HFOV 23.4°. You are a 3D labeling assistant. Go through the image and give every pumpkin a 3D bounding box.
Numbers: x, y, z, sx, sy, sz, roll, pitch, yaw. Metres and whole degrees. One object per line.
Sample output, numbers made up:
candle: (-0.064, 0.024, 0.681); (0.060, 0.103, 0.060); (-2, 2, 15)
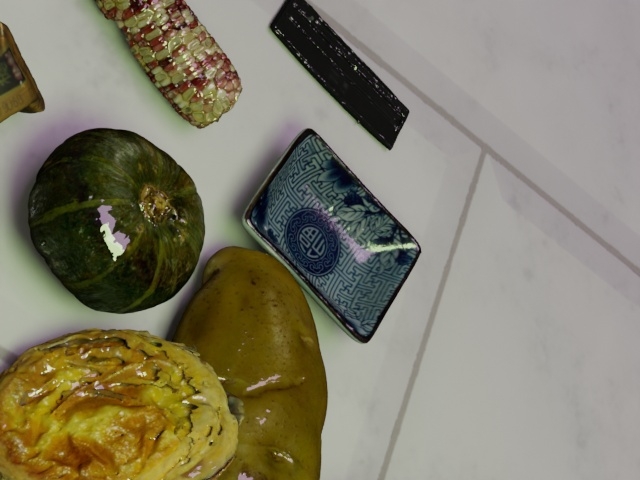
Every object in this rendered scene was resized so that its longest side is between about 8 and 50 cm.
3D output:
pumpkin: (-0.235, -0.022, 1.775); (0.223, 0.157, 0.224); (34, 47, -45)

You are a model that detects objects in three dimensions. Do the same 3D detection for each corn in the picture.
corn: (-0.206, -0.268, 1.903); (0.290, 0.098, 0.098); (51, 53, -13)

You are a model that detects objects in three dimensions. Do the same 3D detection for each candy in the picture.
candy: (-0.429, -0.140, 1.679); (0.271, 0.101, 0.143); (-39, 122, -34)

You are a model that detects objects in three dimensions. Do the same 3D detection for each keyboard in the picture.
keyboard: (0.029, -0.232, 2.134); (0.250, 0.017, 0.087); (44, 54, -23)

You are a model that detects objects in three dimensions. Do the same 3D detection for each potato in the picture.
potato: (-0.092, 0.183, 1.850); (0.176, 0.195, 0.369); (74, 17, -63)

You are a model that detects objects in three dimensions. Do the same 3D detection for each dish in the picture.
dish: (0.000, 0.000, 2.009); (0.243, 0.080, 0.182); (46, 54, -19)

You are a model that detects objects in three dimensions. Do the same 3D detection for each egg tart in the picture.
egg tart: (-0.225, 0.217, 1.685); (0.297, 0.297, 0.132); (-43, 145, -38)
